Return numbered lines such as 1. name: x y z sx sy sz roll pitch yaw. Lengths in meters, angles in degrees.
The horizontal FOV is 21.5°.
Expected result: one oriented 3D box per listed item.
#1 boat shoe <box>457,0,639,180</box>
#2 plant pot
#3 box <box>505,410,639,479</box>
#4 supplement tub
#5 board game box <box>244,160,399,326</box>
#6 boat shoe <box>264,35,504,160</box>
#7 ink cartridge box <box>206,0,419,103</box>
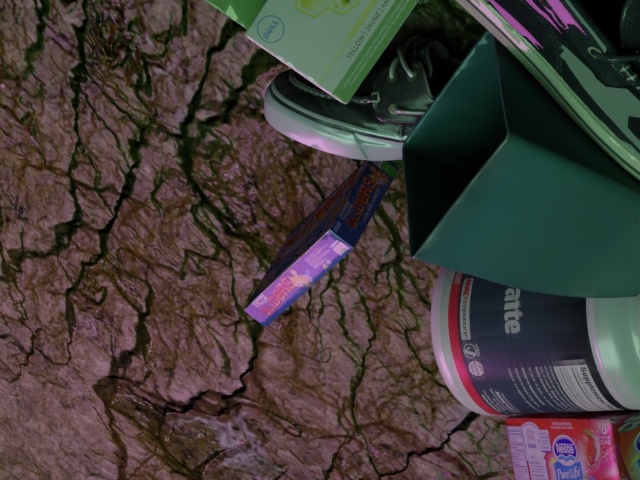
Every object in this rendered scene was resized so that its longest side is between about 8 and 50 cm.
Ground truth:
1. boat shoe: 0.288 -0.191 1.469 0.500 0.187 0.156 41 145 -3
2. plant pot: 0.221 -0.051 1.560 0.234 0.165 0.165 21 129 -19
3. box: 0.315 0.244 1.828 0.257 0.123 0.128 162 98 -70
4. supplement tub: 0.270 0.083 1.744 0.272 0.191 0.191 -7 126 36
5. board game box: 0.000 0.000 1.869 0.035 0.136 0.201 38 139 -8
6. boat shoe: 0.108 -0.150 1.686 0.335 0.121 0.119 7 128 10
7. ink cartridge box: -0.023 -0.266 1.612 0.235 0.056 0.171 34 100 -5
